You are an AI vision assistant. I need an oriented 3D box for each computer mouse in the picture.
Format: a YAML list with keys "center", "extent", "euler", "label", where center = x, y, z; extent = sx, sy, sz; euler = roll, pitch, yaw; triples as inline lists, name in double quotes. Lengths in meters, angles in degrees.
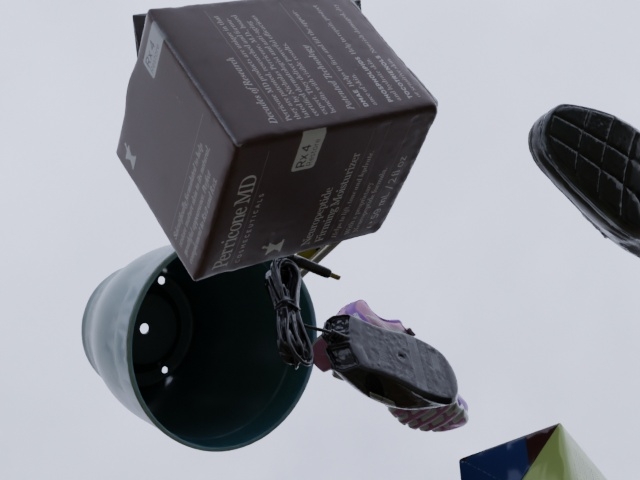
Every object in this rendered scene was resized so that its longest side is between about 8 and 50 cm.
- center: [0.037, 0.114, 1.255]
  extent: [0.262, 0.184, 0.060]
  euler: [20, -55, -31]
  label: "computer mouse"

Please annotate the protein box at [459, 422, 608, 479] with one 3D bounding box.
- center: [0.273, 0.361, 1.229]
  extent: [0.136, 0.199, 0.201]
  euler: [-25, -52, 23]
  label: "protein box"

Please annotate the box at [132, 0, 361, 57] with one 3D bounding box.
- center: [-0.086, -0.201, 1.280]
  extent: [0.247, 0.142, 0.163]
  euler: [7, -71, 34]
  label: "box"

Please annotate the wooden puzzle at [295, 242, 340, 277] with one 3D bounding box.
- center: [0.000, 0.000, 1.605]
  extent: [0.044, 0.221, 0.238]
  euler: [40, -59, -2]
  label: "wooden puzzle"

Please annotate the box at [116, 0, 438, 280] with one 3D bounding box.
- center: [-0.043, -0.097, 0.933]
  extent: [0.203, 0.167, 0.168]
  euler: [-15, -33, -32]
  label: "box"

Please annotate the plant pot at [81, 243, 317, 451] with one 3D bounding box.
- center: [-0.186, 0.124, 1.427]
  extent: [0.272, 0.255, 0.271]
  euler: [-1, -88, -35]
  label: "plant pot"

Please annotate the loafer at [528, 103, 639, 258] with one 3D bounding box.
- center: [0.176, -0.023, 0.630]
  extent: [0.170, 0.062, 0.061]
  euler: [32, -23, -29]
  label: "loafer"

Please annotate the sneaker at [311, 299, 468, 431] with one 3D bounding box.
- center: [0.101, 0.157, 1.370]
  extent: [0.236, 0.104, 0.095]
  euler: [36, -45, -17]
  label: "sneaker"
